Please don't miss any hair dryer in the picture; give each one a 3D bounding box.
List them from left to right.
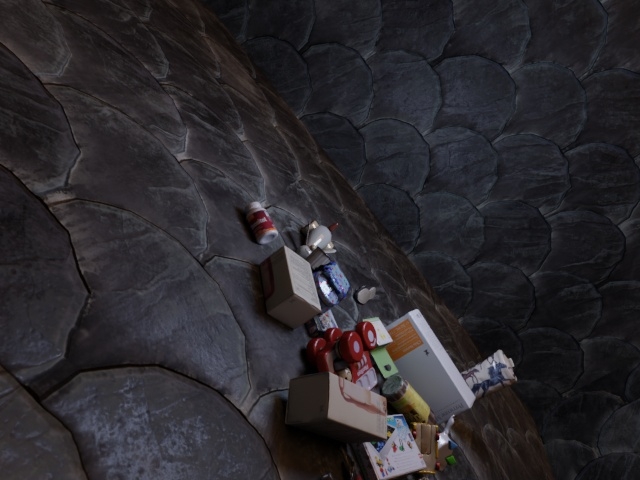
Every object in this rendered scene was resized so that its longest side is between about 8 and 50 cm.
[{"bbox_3d":[0.127,0.713,1.359,0.293,0.080,0.223,57,18,9],"label":"hair dryer"}]

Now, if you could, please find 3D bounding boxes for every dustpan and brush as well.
[{"bbox_3d":[0.483,0.786,1.952,0.147,0.211,0.060,38,-4,-38],"label":"dustpan and brush"}]

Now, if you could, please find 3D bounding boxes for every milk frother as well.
[{"bbox_3d":[-0.056,0.071,1.970,0.143,0.135,0.129,47,-5,-25],"label":"milk frother"}]

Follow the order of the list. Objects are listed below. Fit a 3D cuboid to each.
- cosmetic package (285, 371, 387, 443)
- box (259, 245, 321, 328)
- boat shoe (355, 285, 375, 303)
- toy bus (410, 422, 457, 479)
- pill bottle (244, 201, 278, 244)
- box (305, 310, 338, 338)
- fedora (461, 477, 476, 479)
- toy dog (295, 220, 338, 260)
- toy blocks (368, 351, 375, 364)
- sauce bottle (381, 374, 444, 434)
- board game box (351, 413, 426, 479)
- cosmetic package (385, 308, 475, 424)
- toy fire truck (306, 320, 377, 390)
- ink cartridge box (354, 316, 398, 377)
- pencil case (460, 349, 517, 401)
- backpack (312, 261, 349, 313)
[{"bbox_3d":[0.053,0.487,1.430,0.296,0.153,0.129,37,45,-42],"label":"cosmetic package"},{"bbox_3d":[-0.107,0.160,1.710,0.148,0.127,0.232,39,24,-38],"label":"box"},{"bbox_3d":[0.203,0.257,2.415,0.065,0.075,0.206,14,9,26],"label":"boat shoe"},{"bbox_3d":[0.373,0.761,1.810,0.191,0.202,0.104,50,-13,10],"label":"toy bus"},{"bbox_3d":[-0.229,-0.068,1.886,0.152,0.086,0.086,60,20,21],"label":"pill bottle"},{"bbox_3d":[-0.019,0.260,1.870,0.159,0.044,0.233,28,31,-51],"label":"box"},{"bbox_3d":[0.542,0.942,1.753,0.152,0.334,0.334,29,0,39],"label":"fedora"},{"bbox_3d":[0.000,0.000,2.193,0.220,0.161,0.333,44,21,-25],"label":"toy dog"},{"bbox_3d":[0.193,0.443,2.036,0.123,0.054,0.148,55,19,4],"label":"toy blocks"},{"bbox_3d":[0.381,0.681,1.970,0.344,0.111,0.111,48,19,-16],"label":"sauce bottle"},{"bbox_3d":[0.218,0.677,1.633,0.305,0.053,0.193,19,38,-48],"label":"board game box"},{"bbox_3d":[0.437,0.552,2.155,0.453,0.230,0.161,58,20,15],"label":"cosmetic package"},{"bbox_3d":[0.094,0.425,1.677,0.302,0.169,0.254,-16,89,-61],"label":"toy fire truck"},{"bbox_3d":[0.246,0.428,2.021,0.235,0.056,0.171,57,20,20],"label":"ink cartridge box"},{"bbox_3d":[0.721,0.673,2.336,0.160,0.410,0.183,59,13,10],"label":"pencil case"},{"bbox_3d":[0.018,0.178,1.836,0.158,0.117,0.173,60,25,-5],"label":"backpack"}]
